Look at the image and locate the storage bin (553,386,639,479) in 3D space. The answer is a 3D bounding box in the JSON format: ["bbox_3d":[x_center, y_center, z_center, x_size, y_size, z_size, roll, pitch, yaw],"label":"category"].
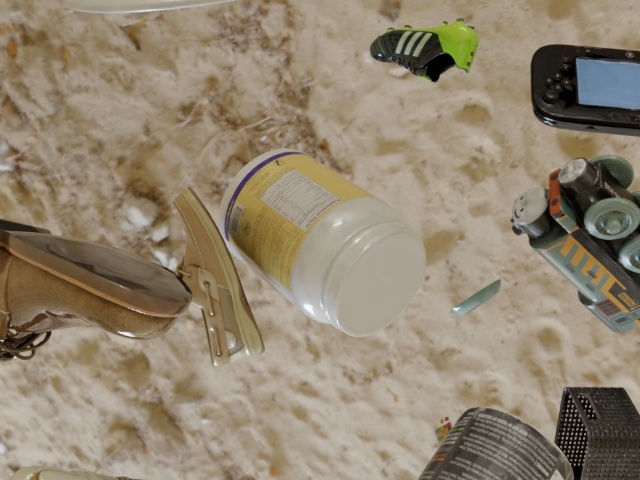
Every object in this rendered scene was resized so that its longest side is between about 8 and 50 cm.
[{"bbox_3d":[0.388,0.306,1.157,0.084,0.122,0.180,2,115,-1],"label":"storage bin"}]

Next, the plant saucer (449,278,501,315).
[{"bbox_3d":[0.307,0.116,1.601,0.021,0.119,0.119,57,133,13],"label":"plant saucer"}]

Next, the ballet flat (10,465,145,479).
[{"bbox_3d":[-0.250,0.245,0.649,0.123,0.349,0.123,17,115,40],"label":"ballet flat"}]

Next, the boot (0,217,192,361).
[{"bbox_3d":[-0.210,0.048,0.609,0.305,0.112,0.115,10,83,42],"label":"boot"}]

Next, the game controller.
[{"bbox_3d":[0.496,-0.240,1.318,0.319,0.166,0.067,6,157,3],"label":"game controller"}]

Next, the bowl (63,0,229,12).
[{"bbox_3d":[-0.181,-0.376,1.015,0.298,0.298,0.134,11,121,31],"label":"bowl"}]

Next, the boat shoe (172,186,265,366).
[{"bbox_3d":[-0.199,0.074,1.441,0.121,0.110,0.341,-130,20,-67],"label":"boat shoe"}]

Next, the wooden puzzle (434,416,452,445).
[{"bbox_3d":[0.298,0.464,1.959,0.049,0.006,0.083,-43,49,32],"label":"wooden puzzle"}]

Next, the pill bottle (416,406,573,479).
[{"bbox_3d":[0.131,0.290,0.787,0.130,0.245,0.130,31,150,20],"label":"pill bottle"}]

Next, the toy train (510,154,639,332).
[{"bbox_3d":[0.445,0.011,1.262,0.334,0.142,0.190,37,131,-24],"label":"toy train"}]

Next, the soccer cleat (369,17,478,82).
[{"bbox_3d":[0.129,-0.246,1.092,0.179,0.060,0.072,5,81,48],"label":"soccer cleat"}]

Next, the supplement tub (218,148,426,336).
[{"bbox_3d":[0.000,0.000,1.466,0.331,0.241,0.241,36,133,39],"label":"supplement tub"}]
